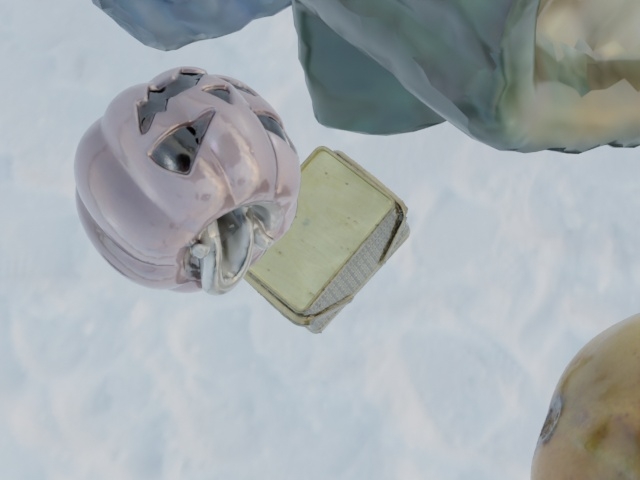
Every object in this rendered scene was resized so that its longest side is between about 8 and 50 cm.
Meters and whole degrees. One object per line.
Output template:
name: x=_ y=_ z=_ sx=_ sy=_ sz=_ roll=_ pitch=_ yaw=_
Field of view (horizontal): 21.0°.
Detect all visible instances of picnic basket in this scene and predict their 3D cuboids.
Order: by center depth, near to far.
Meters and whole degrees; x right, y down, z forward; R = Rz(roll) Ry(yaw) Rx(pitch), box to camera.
picnic basket: x=0.000 y=0.000 z=1.722 sx=0.115 sy=0.079 sz=0.164 roll=40 pitch=84 yaw=24

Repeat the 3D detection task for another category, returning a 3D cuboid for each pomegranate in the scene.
pomegranate: x=0.304 y=0.190 z=1.379 sx=0.307 sy=0.307 sz=0.307 roll=3 pitch=114 yaw=7

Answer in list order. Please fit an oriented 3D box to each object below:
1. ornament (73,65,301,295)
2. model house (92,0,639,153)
ornament: x=-0.100 y=-0.040 z=1.340 sx=0.177 sy=0.177 sz=0.177 roll=3 pitch=114 yaw=7
model house: x=0.024 y=-0.224 z=0.704 sx=0.400 sy=0.445 sz=0.395 roll=-47 pitch=145 yaw=-6
